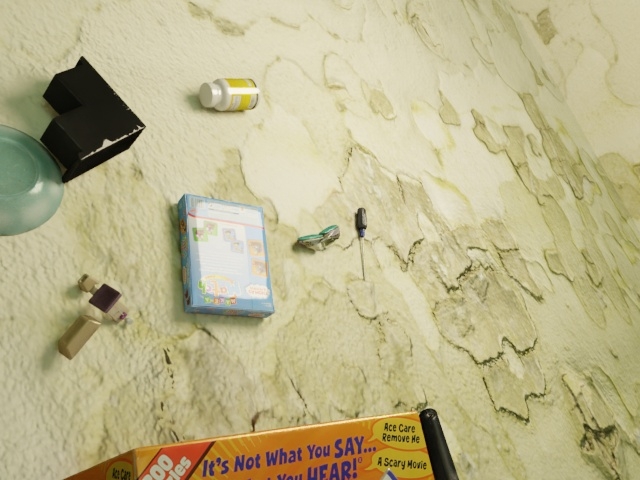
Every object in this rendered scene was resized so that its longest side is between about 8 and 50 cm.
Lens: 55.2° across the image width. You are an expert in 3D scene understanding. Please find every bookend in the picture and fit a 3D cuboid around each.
[{"bbox_3d":[-0.399,-0.198,0.994,0.156,0.072,0.157,48,39,-7],"label":"bookend"}]

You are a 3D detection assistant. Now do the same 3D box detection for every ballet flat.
[{"bbox_3d":[0.000,0.000,1.239,0.114,0.041,0.041,-21,80,-43],"label":"ballet flat"}]

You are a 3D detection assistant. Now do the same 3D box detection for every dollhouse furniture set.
[{"bbox_3d":[-0.341,0.126,0.911,0.114,0.091,0.081,-54,146,-21],"label":"dollhouse furniture set"}]

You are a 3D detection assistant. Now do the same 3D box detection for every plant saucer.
[{"bbox_3d":[-0.479,-0.103,0.912,0.195,0.037,0.195,20,54,-30],"label":"plant saucer"}]

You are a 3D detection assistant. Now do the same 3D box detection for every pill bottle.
[{"bbox_3d":[-0.184,-0.296,1.241,0.116,0.065,0.065,-13,74,-43],"label":"pill bottle"}]

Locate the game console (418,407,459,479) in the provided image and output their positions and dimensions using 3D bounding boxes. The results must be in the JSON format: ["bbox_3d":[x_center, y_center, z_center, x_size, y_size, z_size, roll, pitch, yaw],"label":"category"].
[{"bbox_3d":[0.215,0.462,0.830,0.386,0.060,0.342,-88,164,-77],"label":"game console"}]

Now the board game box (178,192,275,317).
[{"bbox_3d":[-0.167,0.028,1.085,0.160,0.039,0.212,9,59,-35],"label":"board game box"}]

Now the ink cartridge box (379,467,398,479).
[{"bbox_3d":[-0.001,0.383,0.493,0.176,0.069,0.371,53,49,-2],"label":"ink cartridge box"}]

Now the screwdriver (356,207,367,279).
[{"bbox_3d":[0.090,0.005,1.319,0.025,0.024,0.170,45,39,-52],"label":"screwdriver"}]

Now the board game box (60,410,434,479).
[{"bbox_3d":[-0.090,0.422,0.694,0.356,0.356,0.356,5,64,-37],"label":"board game box"}]
